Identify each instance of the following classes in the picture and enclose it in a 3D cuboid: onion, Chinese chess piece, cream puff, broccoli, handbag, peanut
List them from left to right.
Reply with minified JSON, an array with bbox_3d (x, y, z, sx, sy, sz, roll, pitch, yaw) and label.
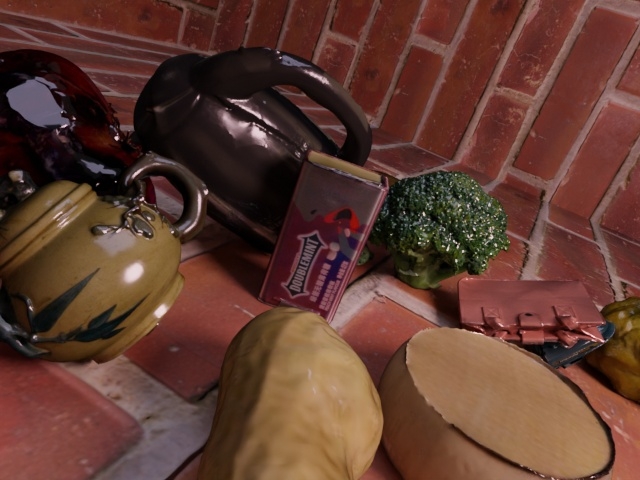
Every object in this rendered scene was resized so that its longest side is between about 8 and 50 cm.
[{"bbox_3d":[-0.329,-0.085,0.604,0.280,0.221,0.281,20,55,-31],"label":"onion"},{"bbox_3d":[-0.019,0.160,0.403,0.147,0.148,0.319,17,19,-9],"label":"peanut"},{"bbox_3d":[0.203,-0.019,0.899,0.269,0.242,0.261,18,30,3],"label":"broccoli"},{"bbox_3d":[0.184,0.198,0.545,0.249,0.103,0.250,17,22,-7],"label":"Chinese chess piece"},{"bbox_3d":[0.341,0.117,0.829,0.212,0.059,0.157,-2,20,14],"label":"handbag"},{"bbox_3d":[0.613,0.186,0.855,0.281,0.185,0.282,18,18,-6],"label":"cream puff"}]

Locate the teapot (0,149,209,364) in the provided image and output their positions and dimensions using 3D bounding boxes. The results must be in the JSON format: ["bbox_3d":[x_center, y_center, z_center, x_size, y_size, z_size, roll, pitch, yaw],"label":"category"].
[{"bbox_3d":[-0.227,0.005,0.475,0.183,0.269,0.173,49,-28,-21],"label":"teapot"}]

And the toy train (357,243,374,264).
[{"bbox_3d":[0.042,-0.020,0.965,0.132,0.083,0.200,24,25,-16],"label":"toy train"}]

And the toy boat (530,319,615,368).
[{"bbox_3d":[0.429,0.169,0.830,0.141,0.060,0.055,-26,30,0],"label":"toy boat"}]

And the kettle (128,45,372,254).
[{"bbox_3d":[-0.090,-0.145,0.717,0.320,0.229,0.324,-13,-30,31],"label":"kettle"}]

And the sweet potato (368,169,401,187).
[{"bbox_3d":[0.117,-0.120,1.223,0.130,0.131,0.422,10,18,-27],"label":"sweet potato"}]

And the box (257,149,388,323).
[{"bbox_3d":[0.000,0.000,0.679,0.120,0.224,0.069,18,27,-2],"label":"box"}]
